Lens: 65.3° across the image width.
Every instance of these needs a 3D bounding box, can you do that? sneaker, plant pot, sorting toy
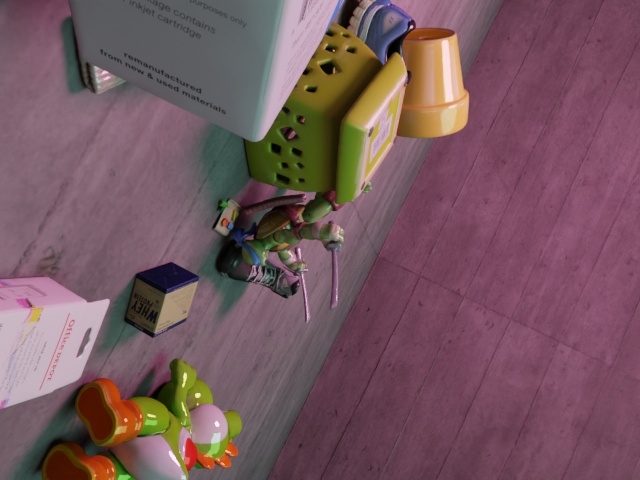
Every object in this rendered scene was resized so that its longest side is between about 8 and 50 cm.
[{"bbox_3d":[-0.107,0.066,1.026,0.086,0.132,0.228,-64,165,-1],"label":"sneaker"},{"bbox_3d":[0.016,-0.211,0.858,0.228,0.207,0.227,-56,163,-31],"label":"plant pot"},{"bbox_3d":[-0.166,-0.042,0.883,0.062,0.012,0.083,-62,165,-7],"label":"sorting toy"},{"bbox_3d":[0.277,-0.434,1.352,0.254,0.253,0.239,-48,143,-46],"label":"plant pot"},{"bbox_3d":[0.103,-0.332,1.059,0.130,0.147,0.330,-48,164,-45],"label":"sneaker"}]

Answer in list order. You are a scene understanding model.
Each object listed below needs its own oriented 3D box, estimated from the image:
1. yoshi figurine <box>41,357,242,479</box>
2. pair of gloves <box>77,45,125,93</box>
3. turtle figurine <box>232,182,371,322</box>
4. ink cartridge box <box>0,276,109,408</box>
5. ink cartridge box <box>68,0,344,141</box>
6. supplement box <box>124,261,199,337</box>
[{"bbox_3d":[-0.284,0.312,0.859,0.362,0.203,0.203,33,42,-61],"label":"yoshi figurine"},{"bbox_3d":[-0.152,-0.272,0.507,0.204,0.042,0.240,-42,154,-56],"label":"pair of gloves"},{"bbox_3d":[0.000,0.000,0.963,0.266,0.274,0.198,-47,156,-21],"label":"turtle figurine"},{"bbox_3d":[-0.318,0.103,0.500,0.115,0.067,0.198,-66,163,6],"label":"ink cartridge box"},{"bbox_3d":[-0.025,-0.307,0.299,0.395,0.166,0.286,118,-4,-58],"label":"ink cartridge box"},{"bbox_3d":[-0.240,0.089,0.760,0.083,0.056,0.083,-25,138,-67],"label":"supplement box"}]
